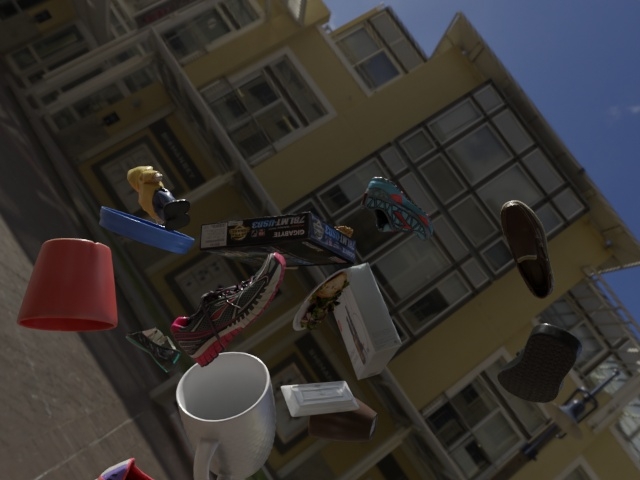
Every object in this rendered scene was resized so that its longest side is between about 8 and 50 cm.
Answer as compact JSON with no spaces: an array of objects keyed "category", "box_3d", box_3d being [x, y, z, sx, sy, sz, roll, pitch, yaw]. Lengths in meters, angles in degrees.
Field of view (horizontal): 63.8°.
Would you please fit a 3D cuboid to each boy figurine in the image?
[{"category":"boy figurine","box_3d":[-0.500,-0.136,1.564,0.285,0.092,0.177,39,-44,38]}]

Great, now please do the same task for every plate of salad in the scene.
[{"category":"plate of salad","box_3d":[0.013,0.151,1.255,0.048,0.200,0.200,41,-18,22]}]

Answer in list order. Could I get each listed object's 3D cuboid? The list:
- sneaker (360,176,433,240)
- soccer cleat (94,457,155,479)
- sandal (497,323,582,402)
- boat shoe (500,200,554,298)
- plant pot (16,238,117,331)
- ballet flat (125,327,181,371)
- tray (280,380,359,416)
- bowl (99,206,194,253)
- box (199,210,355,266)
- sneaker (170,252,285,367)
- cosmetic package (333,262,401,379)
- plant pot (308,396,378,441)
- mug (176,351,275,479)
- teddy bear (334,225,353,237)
[{"category":"sneaker","box_3d":[0.215,-0.066,1.502,0.262,0.125,0.104,38,-9,-22]},{"category":"soccer cleat","box_3d":[-0.287,0.537,0.950,0.318,0.116,0.108,46,13,-7]},{"category":"sandal","box_3d":[0.649,0.356,1.499,0.167,0.107,0.446,31,-29,19]},{"category":"boat shoe","box_3d":[0.522,0.025,1.282,0.257,0.095,0.095,64,29,-5]},{"category":"plant pot","box_3d":[-0.745,0.136,1.549,0.275,0.274,0.243,101,-12,-72]},{"category":"ballet flat","box_3d":[-0.597,0.382,1.868,0.280,0.096,0.095,23,-28,36]},{"category":"tray","box_3d":[0.001,0.567,1.879,0.145,0.270,0.030,-125,-136,-53]},{"category":"bowl","box_3d":[-0.721,-0.036,2.130,0.391,0.077,0.391,20,-3,1]},{"category":"box","box_3d":[-0.096,0.010,1.283,0.295,0.293,0.073,28,62,-63]},{"category":"sneaker","box_3d":[-0.186,0.133,1.055,0.112,0.299,0.121,44,11,-7]},{"category":"cosmetic package","box_3d":[0.143,0.285,1.737,0.377,0.097,0.284,99,-25,-62]},{"category":"plant pot","box_3d":[0.100,0.696,2.012,0.230,0.215,0.215,11,-33,21]},{"category":"mug","box_3d":[-0.281,0.583,1.537,0.374,0.276,0.328,-69,158,-57]},{"category":"teddy bear","box_3d":[0.000,0.000,2.245,0.338,0.245,0.113,-14,98,-67]}]
